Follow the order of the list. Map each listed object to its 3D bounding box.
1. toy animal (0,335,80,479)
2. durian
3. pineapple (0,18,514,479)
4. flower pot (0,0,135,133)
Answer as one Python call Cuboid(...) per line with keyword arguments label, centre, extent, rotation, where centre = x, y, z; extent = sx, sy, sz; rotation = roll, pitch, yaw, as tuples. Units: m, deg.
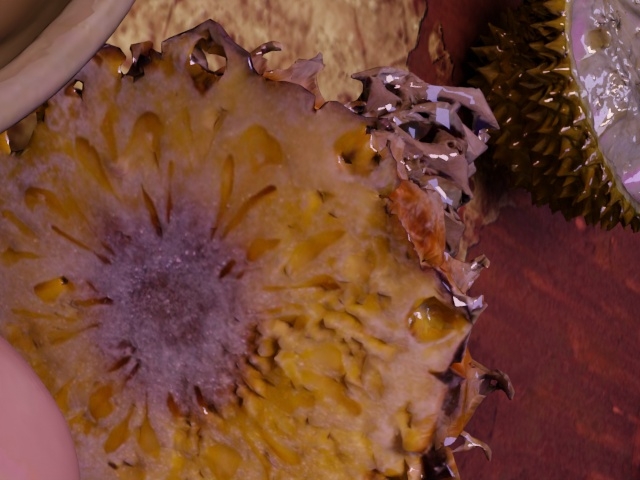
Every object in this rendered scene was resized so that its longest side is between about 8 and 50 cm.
Cuboid(label="toy animal", centre=(-0.201, 0.137, 0.374), extent=(0.326, 0.237, 0.269), rotation=(-65, 149, -33))
Cuboid(label="durian", centre=(0.170, -0.121, 0.911), extent=(0.193, 0.138, 0.237), rotation=(-39, 127, -42))
Cuboid(label="pineapple", centre=(0.000, 0.000, 0.648), extent=(0.272, 0.263, 0.262), rotation=(-39, 125, -61))
Cuboid(label="flower pot", centre=(-0.199, -0.144, 0.306), extent=(0.307, 0.244, 0.307), rotation=(-10, 103, -52))
